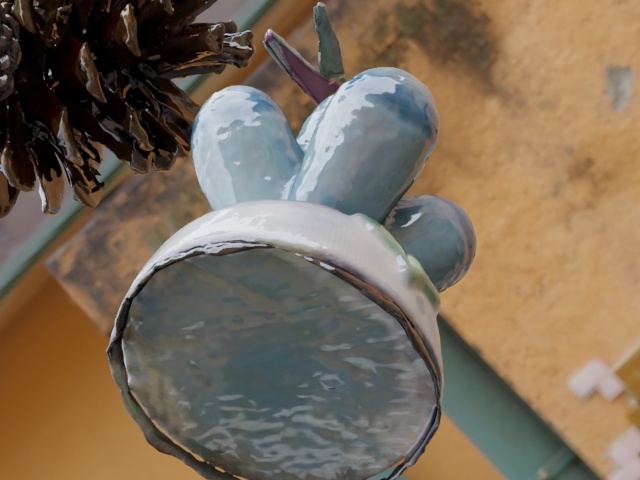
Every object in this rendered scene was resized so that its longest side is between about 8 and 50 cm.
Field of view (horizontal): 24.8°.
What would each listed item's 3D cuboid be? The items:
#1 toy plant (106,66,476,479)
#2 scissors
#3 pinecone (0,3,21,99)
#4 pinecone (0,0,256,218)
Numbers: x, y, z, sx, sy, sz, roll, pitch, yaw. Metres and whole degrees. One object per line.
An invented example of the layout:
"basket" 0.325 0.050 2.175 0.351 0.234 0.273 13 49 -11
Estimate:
"toy plant" 0.000 0.000 1.088 0.247 0.247 0.332 -53 11 38
"scissors" 0.012 -0.123 1.287 0.133 0.020 0.187 -28 -54 2
"pinecone" -0.347 -0.169 1.344 0.140 0.140 0.121 -40 11 -20
"pinecone" -0.256 -0.203 1.621 0.384 0.384 0.384 -42 -12 -11
